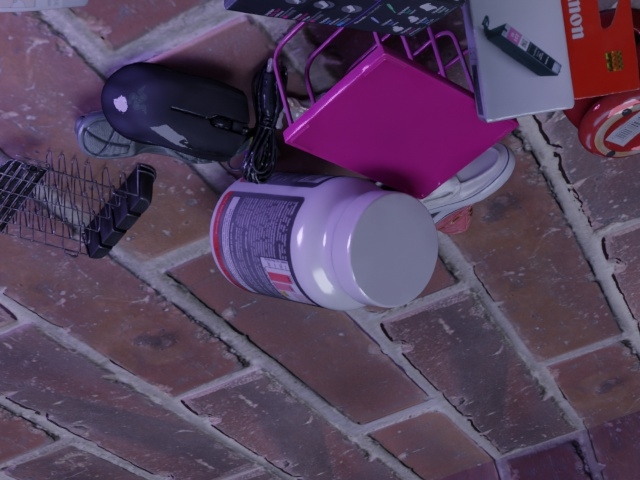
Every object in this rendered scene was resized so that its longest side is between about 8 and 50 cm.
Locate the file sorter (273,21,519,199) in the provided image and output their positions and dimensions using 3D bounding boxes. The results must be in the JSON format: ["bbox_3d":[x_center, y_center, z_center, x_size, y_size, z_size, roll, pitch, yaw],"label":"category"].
[{"bbox_3d":[0.102,-0.224,1.648,0.291,0.182,0.202,20,134,-40],"label":"file sorter"}]

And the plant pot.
[{"bbox_3d":[0.468,-0.236,1.763,0.191,0.174,0.191,-10,149,-6],"label":"plant pot"}]

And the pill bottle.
[{"bbox_3d":[0.000,0.000,1.777,0.210,0.210,0.363,16,175,-36],"label":"pill bottle"}]

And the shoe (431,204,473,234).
[{"bbox_3d":[0.254,-0.067,2.047,0.081,0.063,0.178,13,145,-35],"label":"shoe"}]

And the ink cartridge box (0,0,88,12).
[{"bbox_3d":[-0.450,-0.368,1.265,0.385,0.091,0.308,-4,164,-16],"label":"ink cartridge box"}]

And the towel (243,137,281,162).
[{"bbox_3d":[-0.100,-0.156,1.841,0.060,0.009,0.083,-17,147,6],"label":"towel"}]

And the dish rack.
[{"bbox_3d":[-0.423,-0.064,1.820,0.271,0.074,0.208,16,136,-34],"label":"dish rack"}]

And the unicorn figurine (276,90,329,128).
[{"bbox_3d":[-0.019,-0.197,1.771,0.162,0.060,0.111,-28,144,-4],"label":"unicorn figurine"}]

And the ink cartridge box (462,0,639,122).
[{"bbox_3d":[0.316,-0.316,1.535,0.239,0.275,0.060,-10,-169,-3],"label":"ink cartridge box"}]

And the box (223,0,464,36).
[{"bbox_3d":[0.030,-0.364,1.394,0.270,0.165,0.143,3,172,-23],"label":"box"}]

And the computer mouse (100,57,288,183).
[{"bbox_3d":[-0.181,-0.191,1.639,0.272,0.188,0.072,9,-175,-15],"label":"computer mouse"}]

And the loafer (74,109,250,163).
[{"bbox_3d":[-0.243,-0.174,1.724,0.267,0.084,0.096,-1,114,-23],"label":"loafer"}]

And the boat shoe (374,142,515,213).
[{"bbox_3d":[0.201,-0.108,1.944,0.267,0.096,0.088,-18,152,23],"label":"boat shoe"}]
